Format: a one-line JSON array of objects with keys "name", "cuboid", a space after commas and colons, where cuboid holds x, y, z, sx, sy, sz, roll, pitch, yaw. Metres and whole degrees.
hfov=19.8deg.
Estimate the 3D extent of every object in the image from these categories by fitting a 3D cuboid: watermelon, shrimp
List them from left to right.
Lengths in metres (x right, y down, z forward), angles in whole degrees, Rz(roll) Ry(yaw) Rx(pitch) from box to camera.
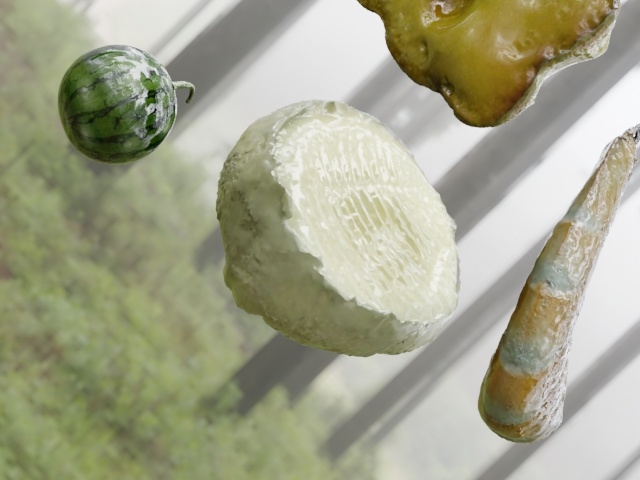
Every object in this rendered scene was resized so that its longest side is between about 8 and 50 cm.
[{"name": "watermelon", "cuboid": [-0.162, -0.113, 1.501, 0.109, 0.109, 0.109, 46, 4, -5]}, {"name": "shrimp", "cuboid": [0.180, 0.053, 1.455, 0.068, 0.287, 0.185, 18, 23, 13]}]

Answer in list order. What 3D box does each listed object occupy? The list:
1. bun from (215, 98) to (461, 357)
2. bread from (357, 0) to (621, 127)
[{"name": "bun", "cuboid": [0.000, 0.000, 1.684, 0.259, 0.152, 0.259, 26, 46, -31]}, {"name": "bread", "cuboid": [0.124, -0.187, 1.389, 0.088, 0.161, 0.233, 27, 24, -46]}]
